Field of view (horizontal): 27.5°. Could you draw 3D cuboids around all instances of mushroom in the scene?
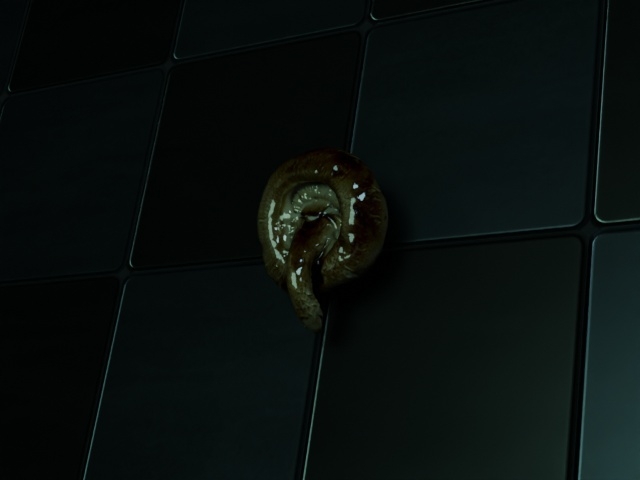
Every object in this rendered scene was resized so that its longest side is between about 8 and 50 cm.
[{"bbox_3d":[0.001,0.001,1.183,0.135,0.080,0.171,-13,60,42],"label":"mushroom"}]
